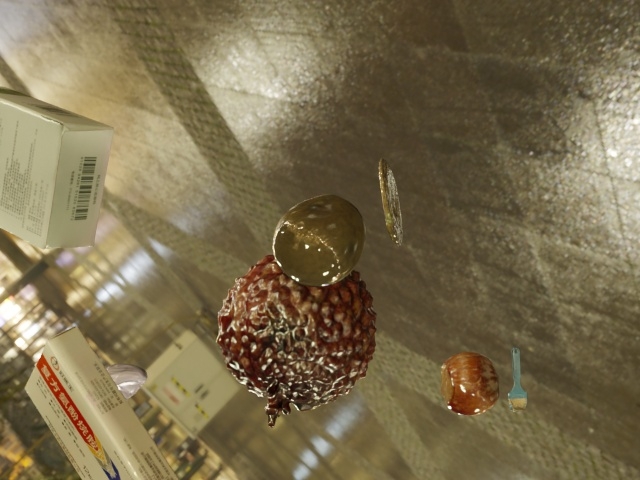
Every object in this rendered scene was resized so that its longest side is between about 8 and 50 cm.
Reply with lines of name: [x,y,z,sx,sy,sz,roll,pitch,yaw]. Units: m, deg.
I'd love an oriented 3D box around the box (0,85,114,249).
box: [-0.484,-0.126,1.200,0.299,0.200,0.106,22,-165,30]

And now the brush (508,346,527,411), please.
brush: [0.507,0.358,1.909,0.014,0.051,0.164,164,104,-75]

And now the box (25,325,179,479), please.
box: [-0.374,0.344,1.273,0.353,0.069,0.214,52,137,9]

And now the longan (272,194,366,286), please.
longan: [0.000,0.000,1.366,0.167,0.187,0.167,31,157,15]

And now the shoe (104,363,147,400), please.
shoe: [-0.516,0.389,1.753,0.137,0.245,0.095,68,-171,29]

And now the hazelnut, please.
hazelnut: [0.358,0.343,1.768,0.143,0.143,0.154,66,-168,-46]

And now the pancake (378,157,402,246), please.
pancake: [0.149,-0.080,1.557,0.021,0.199,0.199,-10,138,13]

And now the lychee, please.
lychee: [-0.065,0.249,1.934,0.425,0.500,0.424,17,148,11]
